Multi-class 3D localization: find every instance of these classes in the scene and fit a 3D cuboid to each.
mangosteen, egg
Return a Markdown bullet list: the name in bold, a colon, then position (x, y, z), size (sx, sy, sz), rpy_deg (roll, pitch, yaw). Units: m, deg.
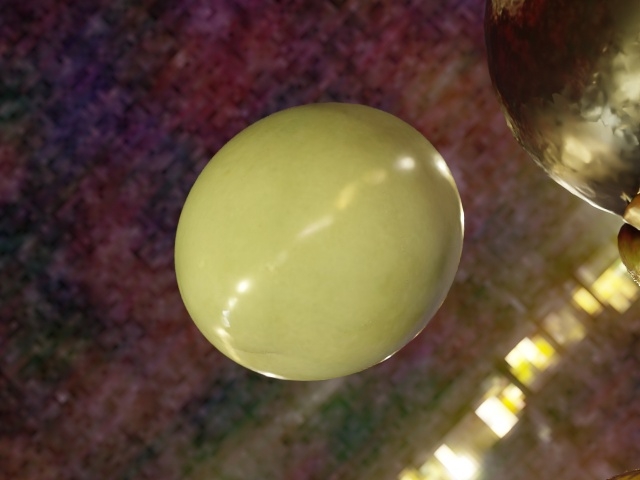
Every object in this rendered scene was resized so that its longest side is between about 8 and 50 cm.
- **mangosteen**: position (0.183, -0.063, 0.743), size (0.211, 0.250, 0.211), rpy_deg (-13, -177, 1)
- **egg**: position (0.000, 0.000, 1.196), size (0.186, 0.186, 0.253), rpy_deg (-50, 169, 29)

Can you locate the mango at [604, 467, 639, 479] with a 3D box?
- **mango**: position (0.245, 0.238, 1.168), size (0.119, 0.177, 0.317), rpy_deg (-21, 174, -28)
